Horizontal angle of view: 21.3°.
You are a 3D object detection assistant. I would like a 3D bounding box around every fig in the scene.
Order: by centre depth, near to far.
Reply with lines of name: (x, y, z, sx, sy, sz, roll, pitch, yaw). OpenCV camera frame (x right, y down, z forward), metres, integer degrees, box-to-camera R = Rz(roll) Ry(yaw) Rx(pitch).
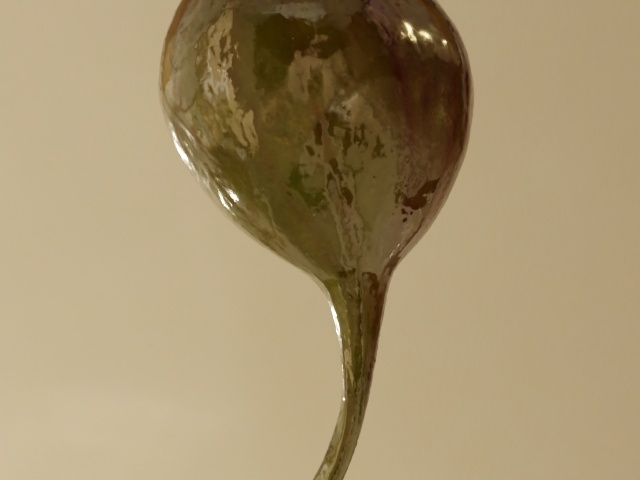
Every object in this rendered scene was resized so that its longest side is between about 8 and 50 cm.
fig: (0.000, 0.000, 0.670, 0.124, 0.124, 0.236, -2, -95, 4)
